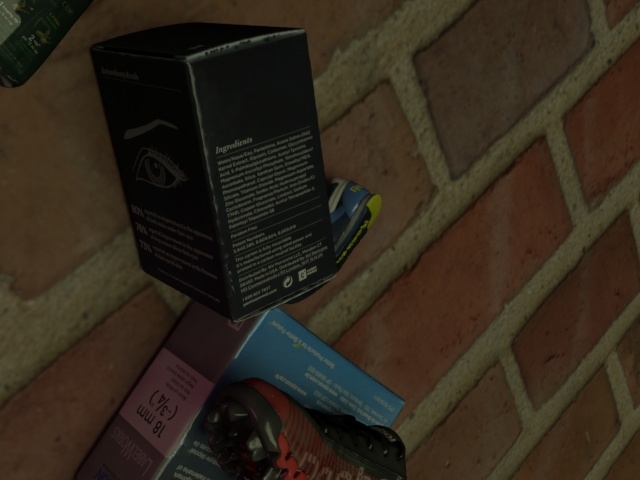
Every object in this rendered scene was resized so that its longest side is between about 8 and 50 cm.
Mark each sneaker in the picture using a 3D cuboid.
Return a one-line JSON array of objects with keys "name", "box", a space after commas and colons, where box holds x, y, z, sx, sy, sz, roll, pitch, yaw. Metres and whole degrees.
[{"name": "sneaker", "box": [0.000, 0.000, 0.810, 0.144, 0.059, 0.053, -53, 164, 6]}, {"name": "sneaker", "box": [0.002, 0.190, 0.696, 0.135, 0.098, 0.276, -45, 131, -20]}]

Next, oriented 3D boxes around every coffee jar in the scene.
[{"name": "coffee jar", "box": [-0.188, -0.202, 0.562, 0.184, 0.079, 0.096, -50, 126, -15]}]

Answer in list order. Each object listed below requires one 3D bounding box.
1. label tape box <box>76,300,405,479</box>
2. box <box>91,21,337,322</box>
[{"name": "label tape box", "box": [-0.093, 0.234, 0.766, 0.241, 0.106, 0.333, 42, 76, -41]}, {"name": "box", "box": [-0.083, -0.063, 0.646, 0.108, 0.153, 0.207, -23, 119, -33]}]
